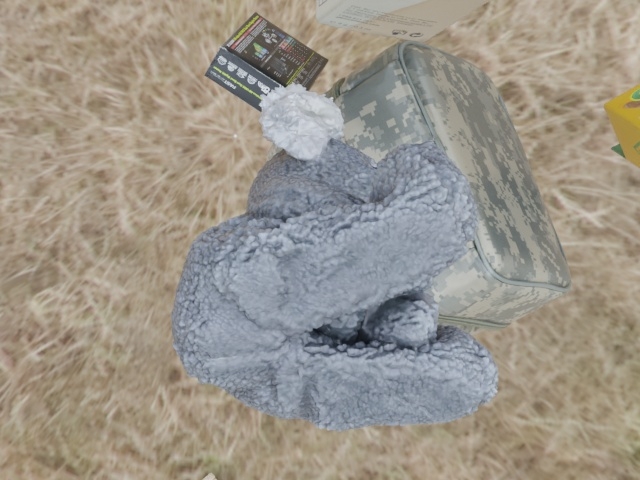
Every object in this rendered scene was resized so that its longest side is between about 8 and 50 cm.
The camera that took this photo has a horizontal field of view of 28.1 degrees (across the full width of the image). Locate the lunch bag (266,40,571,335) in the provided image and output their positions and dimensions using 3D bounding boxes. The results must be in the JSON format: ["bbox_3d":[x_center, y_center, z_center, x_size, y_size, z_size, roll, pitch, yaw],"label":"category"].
[{"bbox_3d":[0.084,-0.027,1.361,0.256,0.213,0.305,-31,66,29],"label":"lunch bag"}]

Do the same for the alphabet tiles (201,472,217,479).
[{"bbox_3d":[-0.225,0.363,1.386,0.021,0.278,0.284,47,57,6],"label":"alphabet tiles"}]

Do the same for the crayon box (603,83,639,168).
[{"bbox_3d":[0.440,-0.135,1.353,0.203,0.323,0.083,-29,111,1],"label":"crayon box"}]

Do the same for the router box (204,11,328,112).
[{"bbox_3d":[-0.052,-0.171,1.262,0.092,0.122,0.038,34,119,-3],"label":"router box"}]

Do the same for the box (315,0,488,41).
[{"bbox_3d":[0.111,-0.287,1.082,0.121,0.311,0.147,7,80,-23],"label":"box"}]

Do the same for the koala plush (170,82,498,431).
[{"bbox_3d":[0.000,0.000,0.880,0.203,0.221,0.196,-9,124,2],"label":"koala plush"}]
